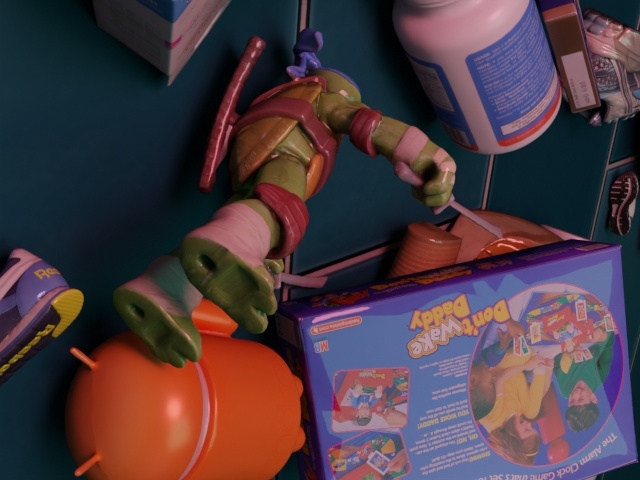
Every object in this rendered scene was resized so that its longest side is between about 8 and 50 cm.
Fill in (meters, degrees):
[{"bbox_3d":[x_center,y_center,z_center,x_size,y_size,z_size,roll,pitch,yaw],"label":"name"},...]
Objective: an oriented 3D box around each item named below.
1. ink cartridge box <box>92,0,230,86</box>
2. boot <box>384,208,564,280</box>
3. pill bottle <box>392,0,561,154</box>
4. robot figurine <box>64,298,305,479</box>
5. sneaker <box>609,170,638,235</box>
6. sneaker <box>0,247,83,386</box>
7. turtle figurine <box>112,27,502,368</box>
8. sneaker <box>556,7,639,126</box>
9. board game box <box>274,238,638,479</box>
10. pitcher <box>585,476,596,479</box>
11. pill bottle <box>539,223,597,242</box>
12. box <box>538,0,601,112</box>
[{"bbox_3d":[-0.088,-0.172,0.499,0.062,0.181,0.104,34,80,-7],"label":"ink cartridge box"},{"bbox_3d":[0.162,0.079,0.942,0.295,0.104,0.211,-4,117,-43],"label":"boot"},{"bbox_3d":[0.140,-0.190,0.744,0.124,0.124,0.221,-55,141,-13],"label":"pill bottle"},{"bbox_3d":[-0.104,0.133,0.632,0.219,0.128,0.158,17,103,-52],"label":"robot figurine"},{"bbox_3d":[0.476,-0.064,1.269,0.044,0.040,0.109,-47,144,-47],"label":"sneaker"},{"bbox_3d":[-0.224,0.064,0.522,0.144,0.059,0.053,-40,169,-7],"label":"sneaker"},{"bbox_3d":[0.000,0.000,0.598,0.266,0.198,0.274,-49,136,-45],"label":"turtle figurine"},{"bbox_3d":[0.381,-0.207,1.052,0.283,0.110,0.122,9,120,-48],"label":"sneaker"},{"bbox_3d":[0.143,0.145,0.796,0.347,0.078,0.233,-11,99,-20],"label":"board game box"},{"bbox_3d":[0.332,0.338,1.256,0.178,0.125,0.207,-44,130,6],"label":"pitcher"},{"bbox_3d":[0.300,0.094,1.074,0.121,0.121,0.216,9,102,-51],"label":"pill bottle"},{"bbox_3d":[0.248,-0.261,0.840,0.136,0.037,0.225,50,35,-48],"label":"box"}]
